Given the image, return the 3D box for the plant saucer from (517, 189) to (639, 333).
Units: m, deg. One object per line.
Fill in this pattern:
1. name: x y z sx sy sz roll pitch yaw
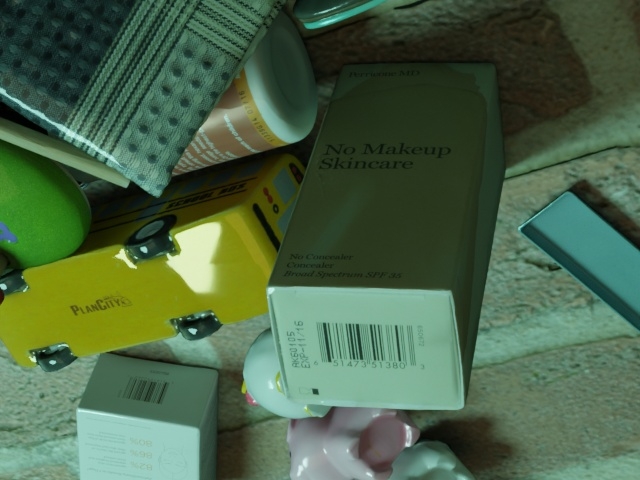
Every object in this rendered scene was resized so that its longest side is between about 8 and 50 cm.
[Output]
1. plant saucer: 0.271 0.025 1.470 0.192 0.018 0.067 39 126 -17

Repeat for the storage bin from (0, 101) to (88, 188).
1. storage bin: -0.282 -0.073 1.470 0.135 0.091 0.098 11 129 3

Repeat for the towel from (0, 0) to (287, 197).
1. towel: -0.168 -0.249 1.243 0.312 0.056 0.324 32 93 -10

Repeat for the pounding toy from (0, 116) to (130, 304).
1. pounding toy: -0.286 -0.019 1.337 0.183 0.110 0.237 31 149 -15

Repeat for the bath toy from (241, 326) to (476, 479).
1. bath toy: 0.033 0.209 1.607 0.151 0.129 0.348 -45 118 -11

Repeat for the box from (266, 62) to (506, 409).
1. box: 0.062 -0.013 1.297 0.148 0.311 0.121 0 128 12

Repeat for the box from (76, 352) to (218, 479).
1. box: -0.178 0.216 1.673 0.130 0.091 0.171 9 129 5

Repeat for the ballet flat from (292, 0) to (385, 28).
1. ballet flat: 0.097 -0.255 1.250 0.280 0.095 0.096 -18 112 13

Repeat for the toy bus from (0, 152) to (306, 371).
1. toy bus: -0.160 0.023 1.469 0.332 0.130 0.108 -14 117 34

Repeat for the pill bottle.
1. pill bottle: -0.122 -0.119 1.378 0.216 0.121 0.121 -14 123 22
